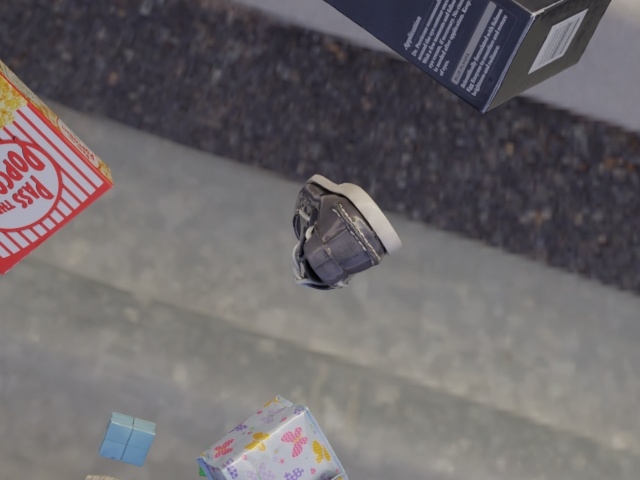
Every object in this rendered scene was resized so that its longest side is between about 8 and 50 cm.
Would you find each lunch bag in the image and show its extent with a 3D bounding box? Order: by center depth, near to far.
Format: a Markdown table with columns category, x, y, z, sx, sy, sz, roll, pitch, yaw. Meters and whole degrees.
| category | x | y | z | sx | sy | sz | roll | pitch | yaw |
| --- | --- | --- | --- | --- | --- | --- | --- | --- | --- |
| lunch bag | -0.023 | 0.150 | 1.102 | 0.053 | 0.071 | 0.083 | 16 | 136 | 60 |

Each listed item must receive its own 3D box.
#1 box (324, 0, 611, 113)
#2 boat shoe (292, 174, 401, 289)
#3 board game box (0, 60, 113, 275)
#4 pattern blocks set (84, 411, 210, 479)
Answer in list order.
| category | x | y | z | sx | sy | sz | roll | pitch | yaw |
| --- | --- | --- | --- | --- | --- | --- | --- | --- | --- |
| box | 0.114 | -0.189 | 1.321 | 0.158 | 0.156 | 0.093 | 38 | 126 | 18 |
| boat shoe | 0.000 | 0.000 | 1.273 | 0.065 | 0.206 | 0.075 | -38 | 97 | -9 |
| board game box | -0.317 | -0.079 | 1.715 | 0.147 | 0.045 | 0.193 | -39 | 121 | 10 |
| pattern blocks set | -0.184 | 0.319 | 1.824 | 0.285 | 0.026 | 0.325 | 26 | 119 | -17 |
